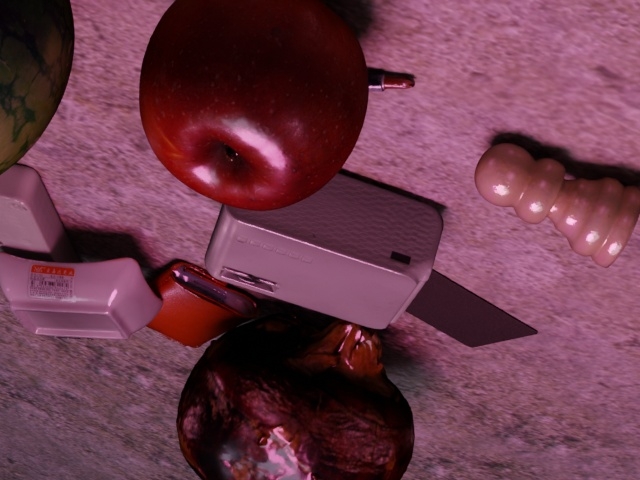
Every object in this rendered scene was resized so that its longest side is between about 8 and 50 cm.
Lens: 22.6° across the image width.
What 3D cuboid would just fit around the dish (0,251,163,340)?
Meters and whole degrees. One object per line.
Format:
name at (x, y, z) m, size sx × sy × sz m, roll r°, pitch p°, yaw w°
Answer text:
dish at (-0.338, 0.084, 2.213) m, size 0.212 × 0.077 × 0.151 m, roll 3°, pitch 153°, yaw 14°

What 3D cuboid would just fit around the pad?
pad at (0.164, 0.087, 2.102) m, size 0.211 × 0.003 × 0.143 m, roll 31°, pitch 153°, yaw -27°

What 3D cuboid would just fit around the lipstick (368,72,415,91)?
lipstick at (0.043, -0.160, 1.623) m, size 0.107 × 0.025 × 0.025 m, roll 4°, pitch 153°, yaw 18°

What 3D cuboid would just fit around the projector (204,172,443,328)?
projector at (0.000, 0.000, 1.901) m, size 0.250 × 0.108 × 0.198 m, roll 17°, pitch 156°, yaw -4°

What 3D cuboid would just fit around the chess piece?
chess piece at (0.240, -0.043, 1.670) m, size 0.170 × 0.094 × 0.094 m, roll 22°, pitch 156°, yaw -1°

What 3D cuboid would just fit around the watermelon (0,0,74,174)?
watermelon at (-0.400, -0.193, 1.481) m, size 0.363 × 0.363 × 0.363 m, roll 15°, pitch 156°, yaw 7°

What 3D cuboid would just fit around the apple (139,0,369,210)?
apple at (-0.063, -0.140, 1.519) m, size 0.218 × 0.201 × 0.218 m, roll 15°, pitch 153°, yaw 8°

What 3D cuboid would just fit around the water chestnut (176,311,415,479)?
water chestnut at (-0.015, 0.221, 2.216) m, size 0.335 × 0.347 × 0.335 m, roll 25°, pitch -168°, yaw -6°

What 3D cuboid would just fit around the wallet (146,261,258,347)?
wallet at (-0.191, 0.095, 2.310) m, size 0.142 × 0.045 × 0.204 m, roll 28°, pitch 153°, yaw -18°

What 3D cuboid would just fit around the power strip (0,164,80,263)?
power strip at (-0.399, 0.006, 2.239) m, size 0.091 × 0.062 × 0.385 m, roll 12°, pitch 155°, yaw 10°
